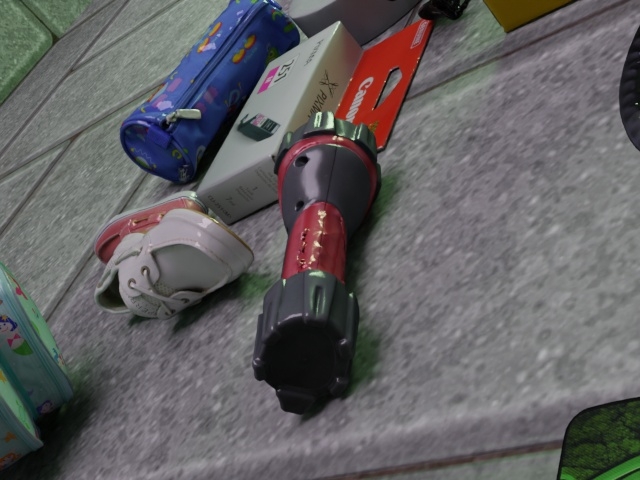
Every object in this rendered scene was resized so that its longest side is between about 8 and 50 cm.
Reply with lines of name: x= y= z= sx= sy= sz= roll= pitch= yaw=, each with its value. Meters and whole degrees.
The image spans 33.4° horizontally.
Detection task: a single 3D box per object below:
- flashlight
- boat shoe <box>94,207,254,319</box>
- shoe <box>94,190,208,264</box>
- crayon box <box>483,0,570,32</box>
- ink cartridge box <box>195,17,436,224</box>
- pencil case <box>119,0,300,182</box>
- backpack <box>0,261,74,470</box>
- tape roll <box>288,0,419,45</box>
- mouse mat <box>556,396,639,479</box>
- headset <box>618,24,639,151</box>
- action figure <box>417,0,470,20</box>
flashlight: x=0.000 y=0.000 z=0.900 sx=0.103 sy=0.103 sz=0.304 roll=-30 pitch=25 yaw=21
boat shoe: x=-0.160 y=0.040 z=1.097 sx=0.096 sy=0.098 sz=0.277 roll=-55 pitch=17 yaw=-25
shoe: x=-0.216 y=0.003 z=1.277 sx=0.178 sy=0.063 sz=0.081 roll=-23 pitch=25 yaw=30
crayon box: x=0.326 y=-0.407 z=1.068 sx=0.313 sy=0.106 sz=0.362 roll=-21 pitch=32 yaw=44
ink cartridge box: x=-0.002 y=-0.161 z=1.227 sx=0.239 sy=0.060 sz=0.275 roll=-25 pitch=29 yaw=38
pencil case: x=-0.149 y=-0.216 z=1.469 sx=0.306 sy=0.119 sz=0.133 roll=-55 pitch=2 yaw=-25
backpack: x=-0.365 y=0.131 z=1.083 sx=0.191 sy=0.225 sz=0.253 roll=-29 pitch=11 yaw=-9
tape roll: x=0.063 y=-0.345 z=1.418 sx=0.219 sy=0.072 sz=0.219 roll=-35 pitch=24 yaw=18
mouse mat: x=0.190 y=0.123 z=0.511 sx=0.190 sy=0.007 sz=0.152 roll=-24 pitch=30 yaw=38
headset: x=0.362 y=-0.178 z=0.643 sx=0.394 sy=0.185 sz=0.243 roll=-50 pitch=24 yaw=23
action figure: x=0.152 y=-0.384 z=1.250 sx=0.141 sy=0.164 sz=0.275 roll=-35 pitch=32 yaw=45
